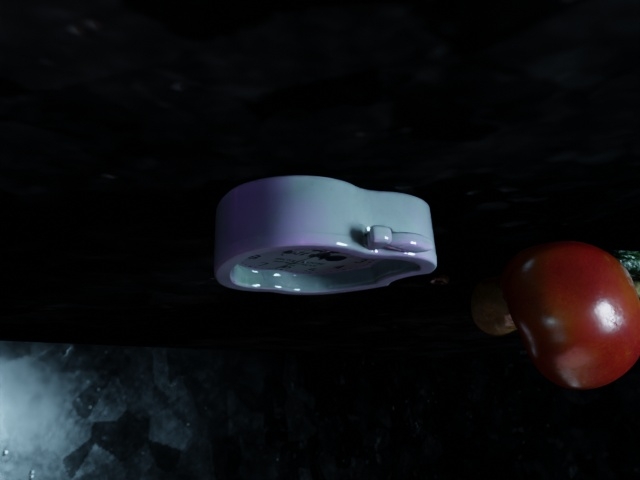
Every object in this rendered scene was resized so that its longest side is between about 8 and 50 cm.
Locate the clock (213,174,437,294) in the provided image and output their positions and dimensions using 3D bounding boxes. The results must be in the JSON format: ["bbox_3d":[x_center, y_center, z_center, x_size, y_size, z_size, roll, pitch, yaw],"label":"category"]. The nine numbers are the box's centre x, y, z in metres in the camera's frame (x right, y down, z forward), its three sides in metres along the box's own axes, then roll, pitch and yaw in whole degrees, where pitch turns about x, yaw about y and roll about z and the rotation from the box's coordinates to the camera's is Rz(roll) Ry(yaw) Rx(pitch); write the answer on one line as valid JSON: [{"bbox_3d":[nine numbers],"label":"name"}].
[{"bbox_3d":[0.000,0.000,0.967,0.338,0.102,0.338,-2,165,-1],"label":"clock"}]

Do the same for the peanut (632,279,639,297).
[{"bbox_3d":[0.660,0.102,1.457,0.089,0.089,0.192,11,158,-41],"label":"peanut"}]

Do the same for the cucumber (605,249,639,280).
[{"bbox_3d":[0.671,0.055,1.338,0.293,0.068,0.067,6,164,-22],"label":"cucumber"}]

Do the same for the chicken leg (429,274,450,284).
[{"bbox_3d":[0.282,0.093,1.513,0.036,0.021,0.083,-24,160,33],"label":"chicken leg"}]

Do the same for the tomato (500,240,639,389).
[{"bbox_3d":[0.481,0.134,1.223,0.226,0.299,0.298,-23,160,12],"label":"tomato"}]

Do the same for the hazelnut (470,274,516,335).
[{"bbox_3d":[0.433,0.148,1.523,0.150,0.151,0.150,-2,165,0],"label":"hazelnut"}]
